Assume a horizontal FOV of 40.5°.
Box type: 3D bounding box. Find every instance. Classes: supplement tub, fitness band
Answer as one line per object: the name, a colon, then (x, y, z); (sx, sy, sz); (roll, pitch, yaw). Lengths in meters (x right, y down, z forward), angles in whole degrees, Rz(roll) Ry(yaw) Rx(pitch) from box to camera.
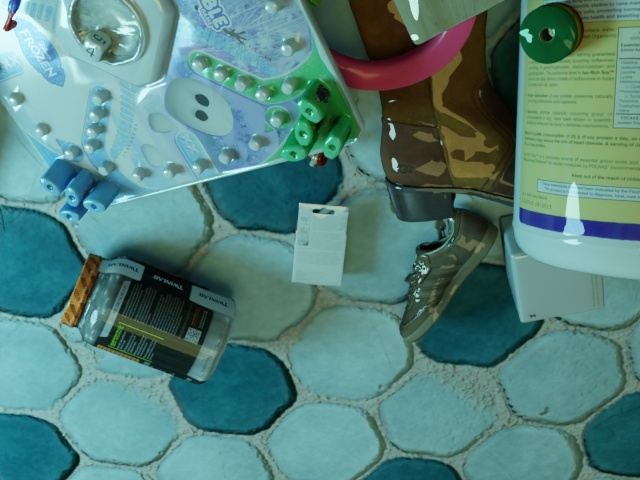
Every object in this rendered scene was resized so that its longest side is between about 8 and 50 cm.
supplement tub: (0.299, -0.146, 0.777); (0.241, 0.241, 0.331); (0, 100, 1)
fitness band: (0.020, -0.266, 0.800); (0.209, 0.054, 0.291); (-31, 116, 21)
supplement tub: (-0.209, 0.092, 1.057); (0.190, 0.117, 0.117); (24, 120, -14)

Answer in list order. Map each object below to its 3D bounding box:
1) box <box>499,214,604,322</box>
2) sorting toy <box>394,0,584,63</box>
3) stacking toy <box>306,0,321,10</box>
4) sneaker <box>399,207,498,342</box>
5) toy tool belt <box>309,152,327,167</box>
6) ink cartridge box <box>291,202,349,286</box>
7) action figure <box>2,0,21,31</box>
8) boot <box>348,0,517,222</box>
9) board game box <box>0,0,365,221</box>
box: (0.272, 0.026, 1.022); (0.102, 0.087, 0.101); (-11, 122, 8)
sorting toy: (0.108, -0.260, 0.713); (0.132, 0.046, 0.274); (-20, 100, 39)
stacking toy: (-0.028, -0.322, 0.824); (0.167, 0.052, 0.221); (35, 117, -20)
sneaker: (0.138, 0.039, 1.059); (0.071, 0.066, 0.188); (33, 114, 0)
toy tool belt: (-0.016, -0.126, 0.959); (0.051, 0.052, 0.083); (17, 124, 27)
ink cartridge box: (0.000, 0.000, 1.046); (0.063, 0.029, 0.115); (5, 122, -1)
action figure: (-0.272, -0.240, 0.777); (0.038, 0.030, 0.115); (33, 134, -13)
boot: (0.178, -0.174, 0.917); (0.264, 0.096, 0.280); (-6, 115, 13)
board game box: (-0.206, -0.205, 0.835); (0.390, 0.050, 0.390); (-11, 123, 29)
